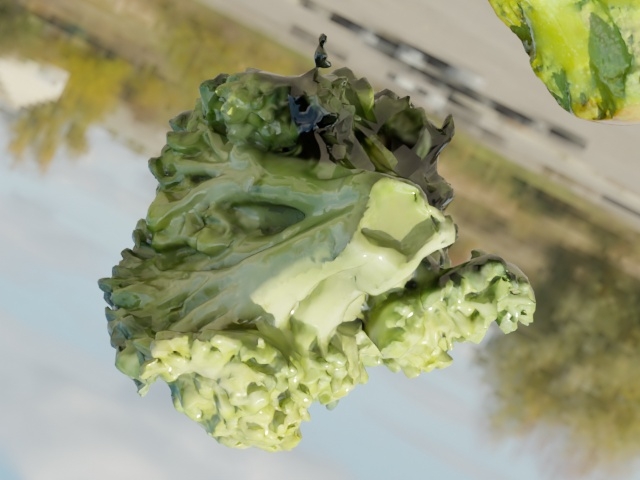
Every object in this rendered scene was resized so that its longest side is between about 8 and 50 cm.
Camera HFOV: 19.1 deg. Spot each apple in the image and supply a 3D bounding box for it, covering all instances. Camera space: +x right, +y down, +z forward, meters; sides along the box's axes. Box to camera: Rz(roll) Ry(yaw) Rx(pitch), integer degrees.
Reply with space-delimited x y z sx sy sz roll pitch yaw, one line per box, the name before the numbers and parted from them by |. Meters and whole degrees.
apple | 0.244 -0.216 1.395 0.246 0.246 0.226 27 151 -4

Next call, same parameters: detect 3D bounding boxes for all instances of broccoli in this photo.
broccoli | -0.010 -0.002 1.491 0.281 0.348 0.293 -16 100 58
